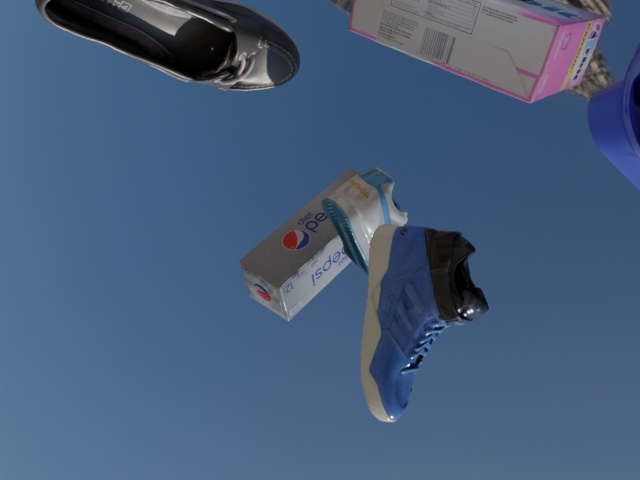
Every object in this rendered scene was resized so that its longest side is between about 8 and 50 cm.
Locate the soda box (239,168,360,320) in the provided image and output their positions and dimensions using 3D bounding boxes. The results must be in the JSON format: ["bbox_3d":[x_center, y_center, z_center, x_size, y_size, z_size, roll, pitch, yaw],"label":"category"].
[{"bbox_3d":[0.000,0.000,1.120,0.098,0.091,0.286,28,-124,32],"label":"soda box"}]

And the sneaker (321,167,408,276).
[{"bbox_3d":[0.080,-0.006,0.914,0.092,0.228,0.087,-39,-124,-9],"label":"sneaker"}]

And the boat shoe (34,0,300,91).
[{"bbox_3d":[-0.158,-0.224,0.733,0.112,0.335,0.095,-41,-130,35],"label":"boat shoe"}]

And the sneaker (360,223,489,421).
[{"bbox_3d":[0.080,0.065,0.491,0.085,0.058,0.152,3,-92,27],"label":"sneaker"}]

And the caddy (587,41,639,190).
[{"bbox_3d":[0.568,-0.168,0.958,0.241,0.341,0.179,-50,-171,1],"label":"caddy"}]

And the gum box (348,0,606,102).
[{"bbox_3d":[0.124,-0.185,0.554,0.188,0.107,0.062,31,-54,27],"label":"gum box"}]
